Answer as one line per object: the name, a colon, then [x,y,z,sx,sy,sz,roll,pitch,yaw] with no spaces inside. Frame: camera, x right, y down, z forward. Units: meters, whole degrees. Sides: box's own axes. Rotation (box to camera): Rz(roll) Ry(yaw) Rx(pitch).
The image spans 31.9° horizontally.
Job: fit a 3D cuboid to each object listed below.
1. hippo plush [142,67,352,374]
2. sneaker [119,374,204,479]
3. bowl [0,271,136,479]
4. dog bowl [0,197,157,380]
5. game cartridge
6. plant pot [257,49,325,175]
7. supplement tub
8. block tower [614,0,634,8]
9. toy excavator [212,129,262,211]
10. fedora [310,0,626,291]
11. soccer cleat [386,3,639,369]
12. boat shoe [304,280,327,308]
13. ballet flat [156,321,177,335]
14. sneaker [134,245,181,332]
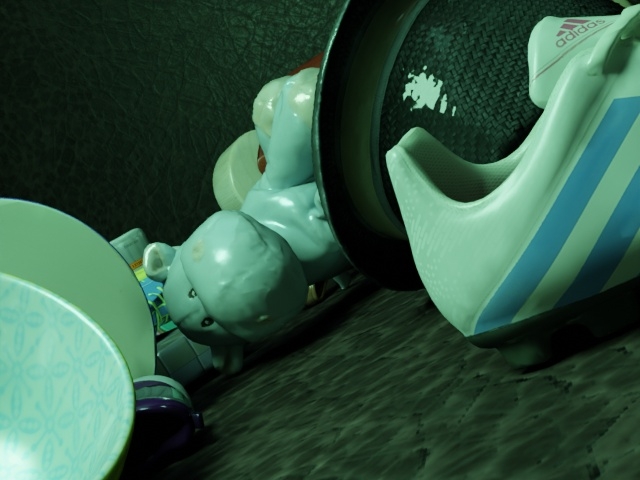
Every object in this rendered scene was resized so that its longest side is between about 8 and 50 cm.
hippo plush: [-0.058,-0.018,1.085,0.236,0.234,0.294,-31,4,-24]
sneaker: [-0.192,0.167,0.817,0.223,0.083,0.098,-30,8,-15]
bowl: [-0.267,0.154,0.700,0.289,0.289,0.156,-34,-37,-49]
dog bowl: [-0.276,0.098,0.952,0.265,0.265,0.104,-31,7,-20]
game cartridge: [-0.235,0.174,1.269,0.230,0.068,0.355,-27,1,-33]
plant pot: [0.073,-0.119,1.458,0.267,0.267,0.236,-27,15,36]
supplement tub: [-0.269,0.088,1.665,0.117,0.190,0.117,-30,4,2]
block tower: [0.178,-0.142,1.185,0.335,0.097,0.091,-50,9,13]
toy excavator: [0.095,-0.167,1.739,0.222,0.432,0.445,-31,37,62]
fedora: [0.148,-0.101,0.840,0.152,0.334,0.334,15,35,39]
soccer cleat: [0.179,-0.062,0.502,0.331,0.143,0.116,-28,4,21]
boat shoe: [0.000,0.000,1.316,0.060,0.064,0.178,-4,59,38]
ballet flat: [-0.148,0.100,1.598,0.221,0.077,0.079,-26,-17,-34]
sneaker: [-0.193,0.082,1.287,0.240,0.091,0.126,-16,34,-16]
